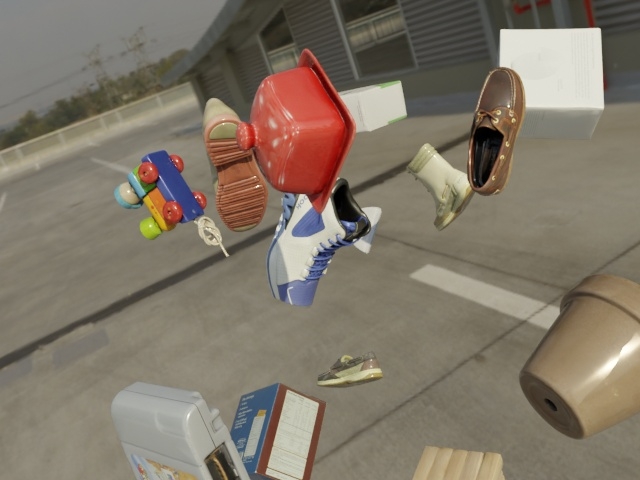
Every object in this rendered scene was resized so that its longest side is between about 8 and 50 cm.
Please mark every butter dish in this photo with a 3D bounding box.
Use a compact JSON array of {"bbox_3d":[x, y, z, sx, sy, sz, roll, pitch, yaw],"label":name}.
[{"bbox_3d":[-0.047,-0.131,0.739,0.118,0.160,0.160,-8,54,-27],"label":"butter dish"}]

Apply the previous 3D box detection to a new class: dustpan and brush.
[{"bbox_3d":[0.113,-0.051,1.911,0.211,0.147,0.060,23,8,42],"label":"dustpan and brush"}]

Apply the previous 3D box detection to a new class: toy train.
[{"bbox_3d":[-0.302,-0.042,1.203,0.143,0.248,0.105,-30,4,29],"label":"toy train"}]

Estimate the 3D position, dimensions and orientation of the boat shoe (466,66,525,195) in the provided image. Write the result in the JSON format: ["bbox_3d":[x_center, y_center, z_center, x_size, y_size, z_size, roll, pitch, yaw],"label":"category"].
[{"bbox_3d":[0.275,-0.174,0.949,0.073,0.207,0.073,6,4,39],"label":"boat shoe"}]

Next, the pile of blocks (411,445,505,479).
[{"bbox_3d":[0.176,0.409,0.690,0.149,0.113,0.362,-17,26,11],"label":"pile of blocks"}]

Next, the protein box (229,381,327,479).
[{"bbox_3d":[-0.112,0.459,1.379,0.200,0.136,0.201,-34,34,49],"label":"protein box"}]

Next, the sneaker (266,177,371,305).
[{"bbox_3d":[0.000,-0.001,1.258,0.182,0.316,0.127,18,15,37],"label":"sneaker"}]

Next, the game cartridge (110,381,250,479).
[{"bbox_3d":[-0.149,0.315,0.732,0.198,0.297,0.062,-9,18,41],"label":"game cartridge"}]

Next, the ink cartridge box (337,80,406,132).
[{"bbox_3d":[0.068,-0.308,1.432,0.219,0.093,0.160,1,21,44],"label":"ink cartridge box"}]

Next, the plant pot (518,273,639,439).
[{"bbox_3d":[0.490,0.227,1.067,0.229,0.263,0.263,-35,21,-15],"label":"plant pot"}]

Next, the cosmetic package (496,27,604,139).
[{"bbox_3d":[0.531,-0.367,1.414,0.224,0.138,0.224,4,68,13],"label":"cosmetic package"}]

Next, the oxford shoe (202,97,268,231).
[{"bbox_3d":[-0.225,-0.190,1.576,0.140,0.397,0.146,-13,47,-12],"label":"oxford shoe"}]

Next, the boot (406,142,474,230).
[{"bbox_3d":[0.276,-0.125,1.438,0.077,0.165,0.213,-42,-15,-23],"label":"boot"}]

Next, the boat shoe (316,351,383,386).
[{"bbox_3d":[0.070,0.320,1.481,0.080,0.073,0.223,11,-23,-33],"label":"boat shoe"}]
